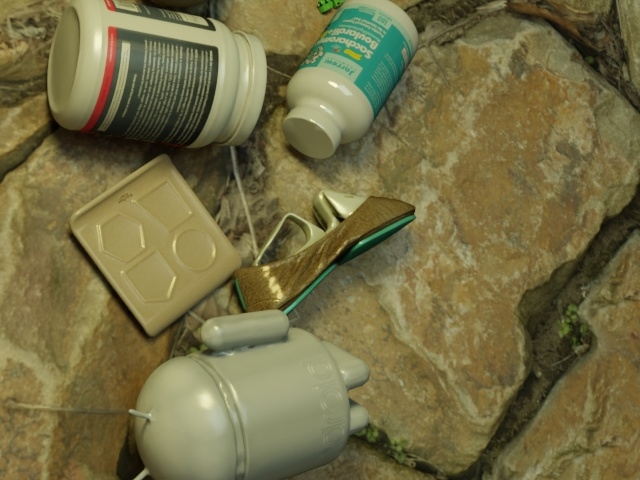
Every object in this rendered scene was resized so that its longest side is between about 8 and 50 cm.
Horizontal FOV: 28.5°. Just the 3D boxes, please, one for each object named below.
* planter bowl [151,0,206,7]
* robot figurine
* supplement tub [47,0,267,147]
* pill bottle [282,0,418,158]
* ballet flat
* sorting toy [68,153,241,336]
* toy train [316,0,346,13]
[{"bbox_3d":[-0.220,-0.419,1.907,0.162,0.109,0.162,9,70,-26],"label":"planter bowl"},{"bbox_3d":[-0.102,0.235,1.708,0.354,0.200,0.299,-14,110,-32],"label":"robot figurine"},{"bbox_3d":[-0.234,-0.234,1.790,0.272,0.191,0.191,7,71,-27],"label":"supplement tub"},{"bbox_3d":[0.040,-0.252,1.979,0.146,0.146,0.264,39,59,-14],"label":"pill bottle"},{"bbox_3d":[0.000,0.000,1.907,0.342,0.116,0.124,-36,86,-28],"label":"ballet flat"},{"bbox_3d":[-0.236,0.006,1.808,0.193,0.038,0.208,-39,100,-33],"label":"sorting toy"},{"bbox_3d":[0.027,-0.401,2.098,0.083,0.017,0.023,-34,102,-33],"label":"toy train"}]
